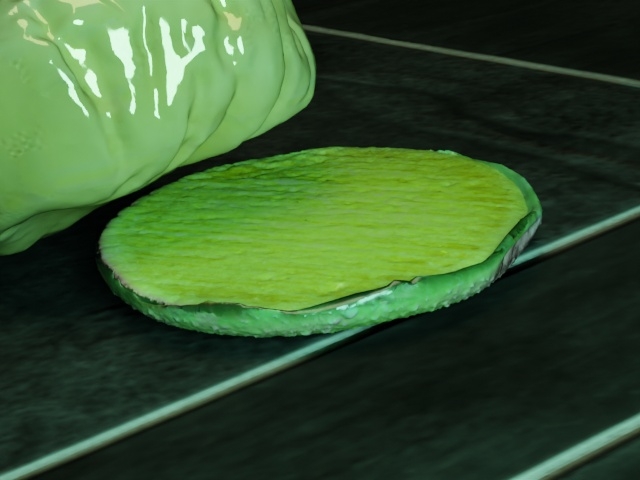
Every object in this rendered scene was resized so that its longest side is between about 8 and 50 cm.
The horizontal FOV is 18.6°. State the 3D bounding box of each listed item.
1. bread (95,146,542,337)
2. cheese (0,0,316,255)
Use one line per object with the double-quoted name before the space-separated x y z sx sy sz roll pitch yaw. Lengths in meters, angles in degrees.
"bread" 0.000 0.000 0.988 0.228 0.034 0.228 -7 21 3
"cheese" -0.112 -0.077 1.041 0.214 0.117 0.226 -22 -1 -16
